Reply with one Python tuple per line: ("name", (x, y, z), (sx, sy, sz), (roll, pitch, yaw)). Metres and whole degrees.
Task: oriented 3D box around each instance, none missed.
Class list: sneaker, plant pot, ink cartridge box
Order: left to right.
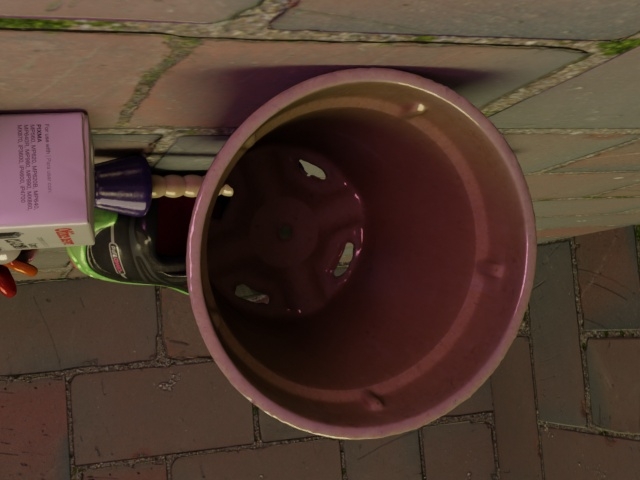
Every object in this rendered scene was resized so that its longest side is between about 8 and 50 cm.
("ink cartridge box", (-0.368, -0.051, 0.906), (0.273, 0.114, 0.197), (-4, 175, -13))
("sneaker", (-0.144, 0.001, 1.322), (0.202, 0.185, 0.483), (-3, 178, 36))
("plant pot", (0.000, 0.000, 0.936), (0.334, 0.333, 0.305), (-3, -174, -18))

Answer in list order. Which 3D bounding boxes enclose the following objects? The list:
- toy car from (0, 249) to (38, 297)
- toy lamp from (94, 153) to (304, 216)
("toy car", (-0.604, 0.043, 1.632), (0.182, 0.136, 0.159), (-4, 175, 0))
("toy lamp", (-0.154, -0.070, 1.117), (0.275, 0.080, 0.080), (-3, 175, -31))
